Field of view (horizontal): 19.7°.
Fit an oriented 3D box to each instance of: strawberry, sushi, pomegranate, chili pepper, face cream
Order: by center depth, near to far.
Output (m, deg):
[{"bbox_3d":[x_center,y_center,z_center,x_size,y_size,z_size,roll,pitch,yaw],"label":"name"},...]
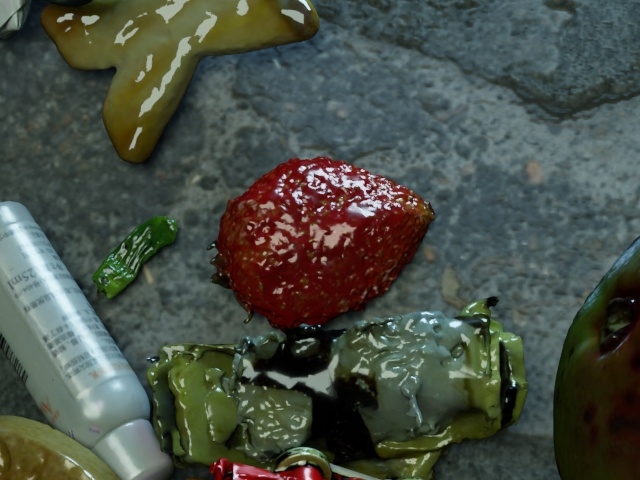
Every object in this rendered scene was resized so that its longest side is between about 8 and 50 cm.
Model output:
[{"bbox_3d":[0.317,0.115,1.291,0.290,0.323,0.291,-19,63,42],"label":"pomegranate"},{"bbox_3d":[0.013,0.125,1.402,0.290,0.131,0.139,-7,73,4],"label":"sushi"},{"bbox_3d":[0.000,0.000,1.469,0.187,0.082,0.147,-15,80,5],"label":"strawberry"},{"bbox_3d":[-0.207,0.093,1.487,0.082,0.082,0.269,-36,70,3],"label":"face cream"},{"bbox_3d":[-0.154,0.012,1.526,0.091,0.034,0.030,-42,103,0],"label":"chili pepper"}]

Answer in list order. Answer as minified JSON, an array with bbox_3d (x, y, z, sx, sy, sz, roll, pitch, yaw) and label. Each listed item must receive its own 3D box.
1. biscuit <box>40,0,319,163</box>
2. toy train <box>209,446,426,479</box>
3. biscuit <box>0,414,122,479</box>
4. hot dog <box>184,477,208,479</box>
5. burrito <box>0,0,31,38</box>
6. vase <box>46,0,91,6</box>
[{"bbox_3d":[-0.117,-0.181,1.540,0.208,0.047,0.164,-34,72,12],"label":"biscuit"},{"bbox_3d":[0.007,0.228,1.363,0.204,0.083,0.131,15,119,-15],"label":"toy train"},{"bbox_3d":[-0.244,0.322,1.427,0.287,0.057,0.344,31,96,22],"label":"biscuit"},{"bbox_3d":[-0.068,0.229,1.444,0.122,0.037,0.049,33,74,14],"label":"hot dog"},{"bbox_3d":[-0.271,-0.268,1.607,0.064,0.064,0.203,-2,76,13],"label":"burrito"},{"bbox_3d":[-0.163,-0.361,1.534,0.173,0.173,0.321,31,69,19],"label":"vase"}]
